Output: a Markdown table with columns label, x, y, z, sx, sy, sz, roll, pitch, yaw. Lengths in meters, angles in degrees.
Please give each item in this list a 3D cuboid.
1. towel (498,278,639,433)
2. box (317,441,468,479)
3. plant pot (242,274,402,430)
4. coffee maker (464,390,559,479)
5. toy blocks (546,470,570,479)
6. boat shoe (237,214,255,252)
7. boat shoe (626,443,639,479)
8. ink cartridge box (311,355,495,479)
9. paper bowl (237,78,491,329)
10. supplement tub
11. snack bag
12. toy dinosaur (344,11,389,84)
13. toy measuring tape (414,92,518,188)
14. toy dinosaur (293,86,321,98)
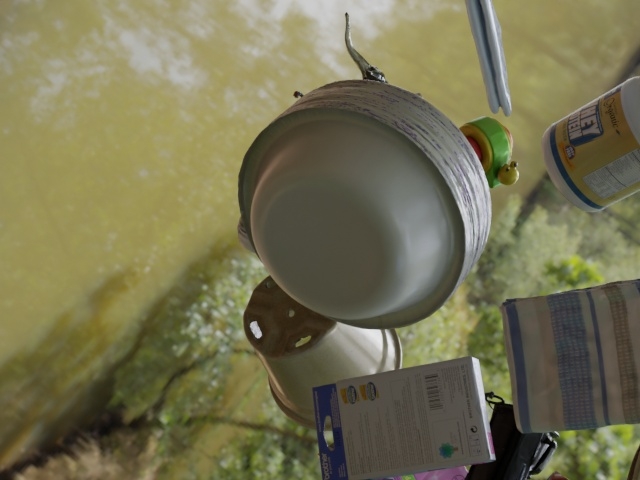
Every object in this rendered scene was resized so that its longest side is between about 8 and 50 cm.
| label | x | y | z | sx | sy | sz | roll | pitch | yaw |
| --- | --- | --- | --- | --- | --- | --- | --- | --- | --- |
| towel | 0.397 | 0.167 | 1.650 | 0.285 | 0.209 | 0.034 | -13 | 167 | 37 |
| box | 0.157 | 0.475 | 2.348 | 0.243 | 0.213 | 0.117 | -30 | -169 | -15 |
| plant pot | -0.018 | 0.222 | 2.559 | 0.334 | 0.334 | 0.305 | -51 | 146 | -10 |
| coffee maker | 0.336 | 0.402 | 2.117 | 0.178 | 0.171 | 0.120 | -63 | -174 | -19 |
| toy blocks | 0.189 | 0.419 | 1.193 | 0.381 | 0.191 | 0.261 | -45 | 164 | -44 |
| boat shoe | 0.000 | 0.000 | 1.876 | 0.109 | 0.302 | 0.094 | -61 | 162 | -46 |
| boat shoe | 0.513 | 0.305 | 1.620 | 0.095 | 0.095 | 0.257 | 41 | 66 | -43 |
| ink cartridge box | 0.144 | 0.326 | 2.035 | 0.311 | 0.185 | 0.065 | -13 | 164 | 17 |
| paper bowl | 0.037 | -0.026 | 1.278 | 0.148 | 0.284 | 0.284 | -44 | 167 | -49 |
| supplement tub | 0.428 | -0.141 | 1.591 | 0.200 | 0.144 | 0.144 | -31 | -174 | 38 |
| snack bag | 0.191 | -0.383 | 1.470 | 0.323 | 0.037 | 0.342 | 67 | 16 | -45 |
| toy dinosaur | 0.103 | -0.304 | 2.199 | 0.064 | 0.268 | 0.118 | -21 | -139 | 19 |
| toy measuring tape | 0.293 | -0.232 | 2.327 | 0.121 | 0.330 | 0.121 | -28 | 147 | -21 |
| toy dinosaur | -0.020 | -0.233 | 2.058 | 0.047 | 0.082 | 0.090 | -31 | 153 | -40 |
